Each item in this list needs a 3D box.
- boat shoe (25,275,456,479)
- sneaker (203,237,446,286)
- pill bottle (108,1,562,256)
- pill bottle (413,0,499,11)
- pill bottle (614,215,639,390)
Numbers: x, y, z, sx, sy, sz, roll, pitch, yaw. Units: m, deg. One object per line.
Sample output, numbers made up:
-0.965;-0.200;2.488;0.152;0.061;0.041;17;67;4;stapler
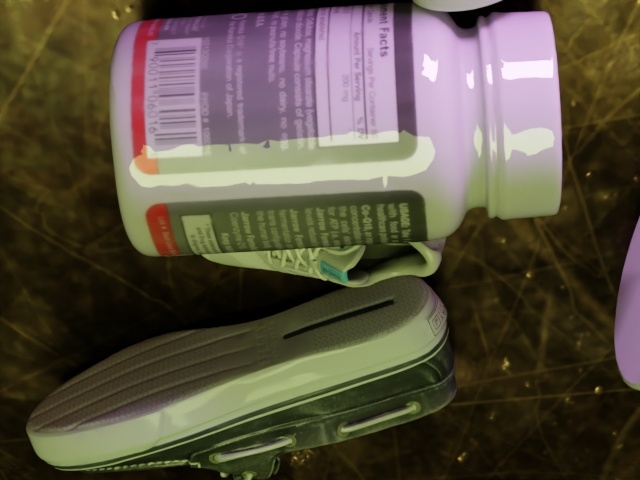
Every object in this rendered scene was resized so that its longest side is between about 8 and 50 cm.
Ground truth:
-0.055;0.132;1.265;0.335;0.121;0.119;-15;117;10;boat shoe
0.000;0.000;1.202;0.191;0.083;0.071;-4;124;6;sneaker
0.013;-0.076;1.105;0.283;0.161;0.161;-3;123;4;pill bottle
0.077;-0.245;1.023;0.108;0.108;0.193;-9;122;8;pill bottle
0.404;0.061;1.148;0.363;0.210;0.210;13;123;-6;pill bottle
